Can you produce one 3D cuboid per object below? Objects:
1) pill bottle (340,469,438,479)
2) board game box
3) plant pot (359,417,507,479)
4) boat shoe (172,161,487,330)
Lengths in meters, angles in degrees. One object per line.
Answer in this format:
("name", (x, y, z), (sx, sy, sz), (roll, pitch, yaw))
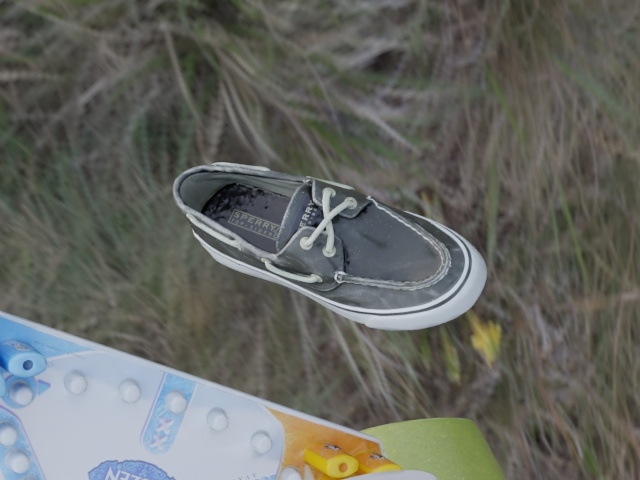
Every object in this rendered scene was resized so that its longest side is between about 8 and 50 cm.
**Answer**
("pill bottle", (0.041, 0.227, 1.063), (0.108, 0.108, 0.180), (-10, 95, 8))
("board game box", (-0.162, 0.281, 1.361), (0.050, 0.390, 0.390), (19, 88, 59))
("plant pot", (0.108, 0.328, 1.828), (0.274, 0.275, 0.294), (-9, 74, 8))
("boat shoe", (0.000, 0.000, 1.220), (0.219, 0.070, 0.078), (13, 70, 29))
